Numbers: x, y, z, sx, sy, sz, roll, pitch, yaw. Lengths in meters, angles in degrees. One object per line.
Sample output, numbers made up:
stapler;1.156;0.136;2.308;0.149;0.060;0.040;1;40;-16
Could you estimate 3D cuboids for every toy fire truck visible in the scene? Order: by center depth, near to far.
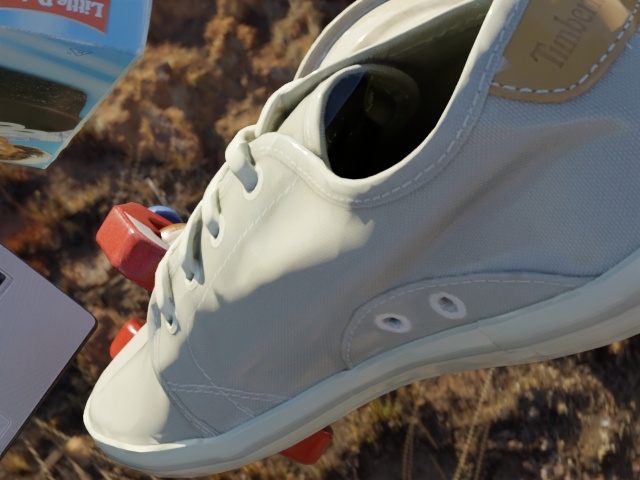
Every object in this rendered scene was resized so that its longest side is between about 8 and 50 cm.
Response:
toy fire truck;-0.080;0.055;1.145;0.169;0.302;0.254;-57;28;3

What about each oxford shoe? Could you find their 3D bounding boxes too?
oxford shoe;0.000;0.000;0.555;0.449;0.130;0.169;-29;23;52

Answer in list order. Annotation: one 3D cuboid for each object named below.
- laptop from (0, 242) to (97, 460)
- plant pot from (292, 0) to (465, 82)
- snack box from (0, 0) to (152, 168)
laptop;-0.427;0.066;1.118;0.236;0.408;0.382;-32;21;55
plant pot;0.162;-0.067;1.119;0.334;0.333;0.305;-33;21;-6
snack box;-0.234;-0.093;0.417;0.322;0.187;0.060;9;79;-20
